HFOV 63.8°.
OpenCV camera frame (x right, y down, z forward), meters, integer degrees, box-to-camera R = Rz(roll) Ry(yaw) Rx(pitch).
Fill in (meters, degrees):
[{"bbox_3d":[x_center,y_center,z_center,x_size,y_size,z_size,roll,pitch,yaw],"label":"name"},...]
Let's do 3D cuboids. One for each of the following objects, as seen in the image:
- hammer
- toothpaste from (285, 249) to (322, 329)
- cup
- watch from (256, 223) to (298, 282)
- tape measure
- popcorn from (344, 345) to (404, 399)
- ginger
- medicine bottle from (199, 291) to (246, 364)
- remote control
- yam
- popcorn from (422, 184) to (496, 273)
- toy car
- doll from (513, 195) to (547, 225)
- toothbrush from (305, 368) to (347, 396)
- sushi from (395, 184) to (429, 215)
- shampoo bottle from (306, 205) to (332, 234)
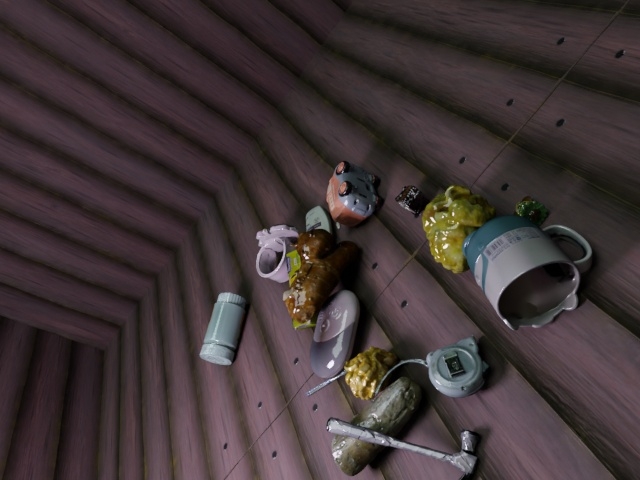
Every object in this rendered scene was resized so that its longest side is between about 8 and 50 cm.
[{"bbox_3d":[0.208,0.541,1.395,0.427,0.044,0.152,7,70,31],"label":"hammer"},{"bbox_3d":[-0.065,0.190,2.081,0.110,0.077,0.327,-25,65,42],"label":"toothpaste"},{"bbox_3d":[0.542,0.056,1.330,0.290,0.219,0.257,-21,39,3],"label":"cup"},{"bbox_3d":[-0.196,0.061,2.371,0.244,0.196,0.231,-25,52,38],"label":"watch"},{"bbox_3d":[0.292,0.377,1.403,0.331,0.084,0.164,-23,39,4],"label":"tape measure"},{"bbox_3d":[0.149,0.411,1.602,0.194,0.140,0.163,-35,-11,-50],"label":"popcorn"},{"bbox_3d":[-0.034,0.116,1.955,0.418,0.254,0.176,-58,-1,-31],"label":"ginger"},{"bbox_3d":[-0.459,0.418,2.460,0.158,0.158,0.318,-21,48,46],"label":"medicine bottle"},{"bbox_3d":[0.051,0.334,1.865,0.221,0.104,0.331,-24,47,53],"label":"remote control"},{"bbox_3d":[0.169,0.532,1.511,0.330,0.133,0.133,-49,33,9],"label":"yam"},{"bbox_3d":[0.416,-0.048,1.562,0.250,0.235,0.241,-101,31,-63],"label":"popcorn"},{"bbox_3d":[0.119,-0.184,2.144,0.212,0.181,0.270,-47,33,37],"label":"toy car"},{"bbox_3d":[0.588,-0.093,1.490,0.078,0.077,0.113,-61,30,14],"label":"doll"},{"bbox_3d":[0.023,0.507,1.844,0.219,0.016,0.019,-40,35,29],"label":"toothbrush"},{"bbox_3d":[0.337,-0.148,1.876,0.084,0.094,0.098,-53,16,4],"label":"sushi"},{"bbox_3d":[0.000,0.000,2.238,0.134,0.078,0.359,-38,37,30],"label":"shampoo bottle"}]
